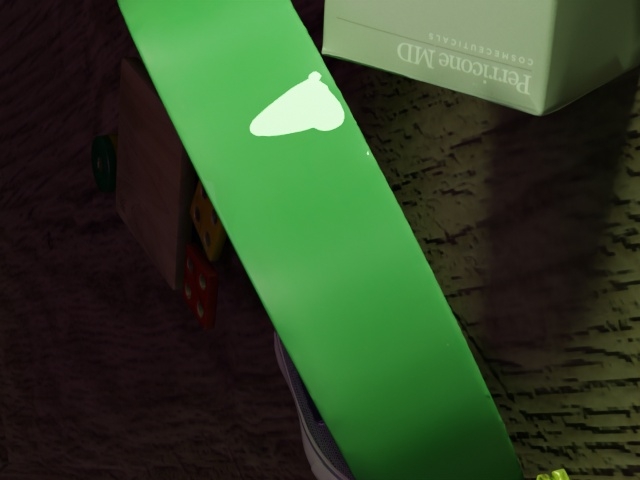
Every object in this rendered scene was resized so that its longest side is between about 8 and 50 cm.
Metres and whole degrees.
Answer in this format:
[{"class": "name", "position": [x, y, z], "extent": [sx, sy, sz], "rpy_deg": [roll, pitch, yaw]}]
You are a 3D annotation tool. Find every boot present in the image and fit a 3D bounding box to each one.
[{"class": "boot", "position": [0.017, 0.079, 1.194], "extent": [0.190, 0.069, 0.086], "rpy_deg": [-122, 30, -47]}]

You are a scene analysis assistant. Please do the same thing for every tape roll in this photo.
[{"class": "tape roll", "position": [0.000, 0.000, 1.021], "extent": [0.321, 0.077, 0.321], "rpy_deg": [62, 180, 0]}]

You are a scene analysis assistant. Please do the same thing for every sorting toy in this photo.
[{"class": "sorting toy", "position": [-0.105, -0.049, 1.464], "extent": [0.274, 0.046, 0.132], "rpy_deg": [-131, 39, -53]}]

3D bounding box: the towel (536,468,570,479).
[{"class": "towel", "position": [0.144, 0.243, 1.018], "extent": [0.102, 0.021, 0.237], "rpy_deg": [118, 138, -53]}]

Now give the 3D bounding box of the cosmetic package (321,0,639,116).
[{"class": "cosmetic package", "position": [0.080, -0.187, 0.873], "extent": [0.127, 0.107, 0.238], "rpy_deg": [17, 115, 32]}]
